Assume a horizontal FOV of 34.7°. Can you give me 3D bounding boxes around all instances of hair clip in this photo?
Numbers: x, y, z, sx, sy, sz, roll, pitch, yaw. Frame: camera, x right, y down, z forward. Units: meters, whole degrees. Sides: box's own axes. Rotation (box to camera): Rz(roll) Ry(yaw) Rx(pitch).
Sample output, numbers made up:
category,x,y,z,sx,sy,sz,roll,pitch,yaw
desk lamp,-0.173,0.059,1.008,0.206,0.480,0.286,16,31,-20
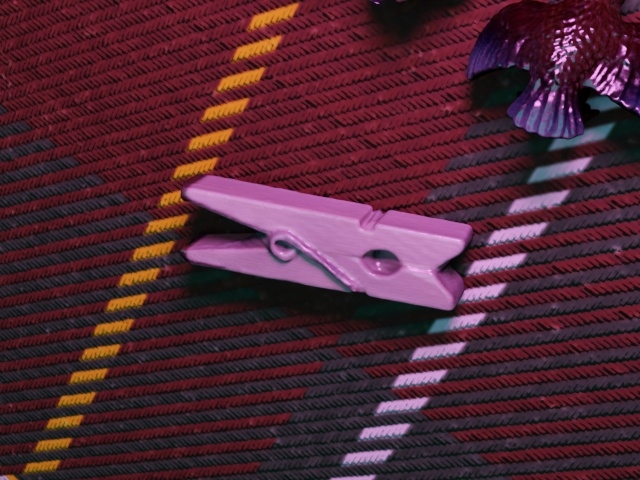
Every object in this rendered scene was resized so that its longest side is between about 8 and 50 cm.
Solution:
category,x,y,z,sx,sy,sz,roll,pitch,yaw
hair clip,0.002,-0.001,1.153,0.330,0.085,0.101,9,107,14

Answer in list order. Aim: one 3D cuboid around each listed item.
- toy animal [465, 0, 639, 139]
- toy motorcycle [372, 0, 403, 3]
category,x,y,z,sx,sy,sz,roll,pitch,yaw
toy animal,0.249,-0.192,0.992,0.218,0.116,0.179,20,109,24
toy motorcycle,0.054,-0.301,1.048,0.212,0.118,0.084,23,124,17
